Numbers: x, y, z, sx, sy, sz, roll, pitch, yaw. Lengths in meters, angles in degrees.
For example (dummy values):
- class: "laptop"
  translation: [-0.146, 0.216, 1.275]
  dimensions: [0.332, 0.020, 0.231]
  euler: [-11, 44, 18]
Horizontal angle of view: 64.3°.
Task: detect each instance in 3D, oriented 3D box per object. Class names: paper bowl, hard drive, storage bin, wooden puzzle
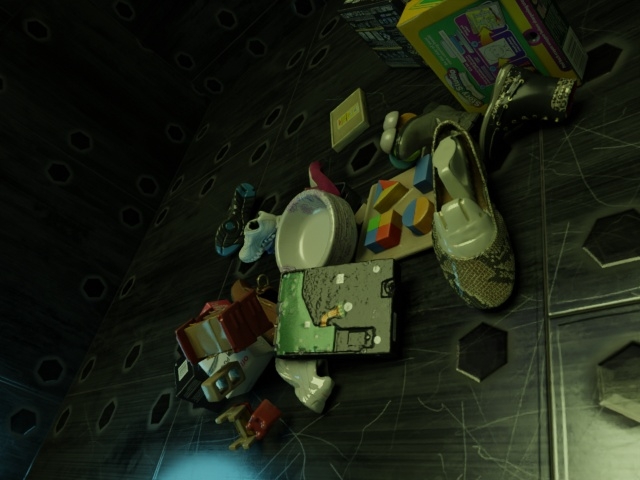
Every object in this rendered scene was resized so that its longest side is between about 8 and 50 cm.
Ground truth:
- class: "paper bowl"
  translation: [0.000, 0.000, 1.520]
  dimensions: [0.284, 0.148, 0.285]
  euler: [-21, 62, 46]
- class: "hard drive"
  translation: [0.038, 0.179, 1.288]
  dimensions: [0.338, 0.064, 0.237]
  euler: [-9, 63, 29]
- class: "storage bin"
  translation: [0.035, -0.115, 1.700]
  dimensions: [0.180, 0.084, 0.122]
  euler: [-2, 57, 55]
- class: "wooden puzzle"
  translation: [0.241, -0.100, 1.398]
  dimensions: [0.347, 0.080, 0.322]
  euler: [-20, 43, 43]
- class: "wooden puzzle"
  translation: [0.133, -0.082, 1.600]
  dimensions: [0.116, 0.014, 0.078]
  euler: [-50, 26, 6]

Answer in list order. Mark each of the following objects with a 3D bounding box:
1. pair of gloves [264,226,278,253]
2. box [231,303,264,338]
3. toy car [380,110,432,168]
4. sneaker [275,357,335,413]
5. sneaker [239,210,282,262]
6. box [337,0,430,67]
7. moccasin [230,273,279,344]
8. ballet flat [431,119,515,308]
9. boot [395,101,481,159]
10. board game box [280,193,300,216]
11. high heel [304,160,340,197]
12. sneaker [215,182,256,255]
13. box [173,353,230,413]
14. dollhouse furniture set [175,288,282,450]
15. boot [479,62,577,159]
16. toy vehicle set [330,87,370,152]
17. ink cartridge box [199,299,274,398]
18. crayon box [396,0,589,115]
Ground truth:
- class: "pair of gloves"
  translation: [-0.091, -0.008, 1.672]
  dimensions: [0.159, 0.198, 0.023]
  euler: [-56, 48, 16]
- class: "box"
  translation: [-0.261, 0.282, 1.689]
  dimensions: [0.232, 0.087, 0.058]
  euler: [34, 108, 62]
- class: "toy car"
  translation: [0.257, -0.292, 1.539]
  dimensions: [0.136, 0.159, 0.182]
  euler: [107, 177, -55]
- class: "sneaker"
  translation: [-0.032, 0.345, 1.331]
  dimensions: [0.115, 0.090, 0.232]
  euler: [-49, 38, -6]
- class: "sneaker"
  translation: [-0.245, -0.018, 1.930]
  dimensions: [0.292, 0.118, 0.110]
  euler: [-43, 38, 40]
- class: "box"
  translation: [0.268, -0.741, 1.790]
  dimensions: [0.097, 0.318, 0.395]
  euler: [-52, 29, 0]
- class: "moccasin"
  translation: [-0.171, 0.201, 1.605]
  dimensions: [0.147, 0.139, 0.380]
  euler: [-55, 30, -5]
- class: "ballet flat"
  translation: [0.309, -0.087, 1.137]
  dimensions: [0.163, 0.182, 0.483]
  euler: [-18, 49, 24]
- class: "boot"
  translation: [0.326, -0.294, 1.386]
  dimensions: [0.161, 0.084, 0.246]
  euler: [25, 58, 35]
- class: "board game box"
  translation: [-0.081, -0.083, 1.877]
  dimensions: [0.136, 0.035, 0.201]
  euler: [-50, 30, 6]
- class: "high heel"
  translation: [0.017, -0.199, 1.683]
  dimensions: [0.117, 0.082, 0.244]
  euler: [-3, 29, 10]
- class: "sneaker"
  translation: [-0.363, -0.077, 2.222]
  dimensions: [0.140, 0.124, 0.341]
  euler: [127, 164, -66]
- class: "box"
  translation: [-0.372, 0.440, 1.616]
  dimensions: [0.093, 0.158, 0.156]
  euler: [-49, 30, 8]
- class: "dollhouse furniture set"
  translation: [-0.204, 0.347, 1.351]
  dimensions: [0.201, 0.375, 0.152]
  euler: [-21, 6, 35]
- class: "boot"
  translation: [0.492, -0.292, 1.224]
  dimensions: [0.178, 0.085, 0.237]
  euler: [22, 114, 30]
- class: "toy vehicle set"
  translation: [0.113, -0.481, 2.019]
  dimensions: [0.166, 0.035, 0.267]
  euler: [-36, 34, 28]
- class: "ink cartridge box"
  translation: [-0.277, 0.322, 1.526]
  dimensions: [0.237, 0.100, 0.172]
  euler: [41, 110, 25]
- class: "crayon box"
  translation: [0.425, -0.495, 1.267]
  dimensions: [0.313, 0.362, 0.106]
  euler: [-6, 53, 52]
